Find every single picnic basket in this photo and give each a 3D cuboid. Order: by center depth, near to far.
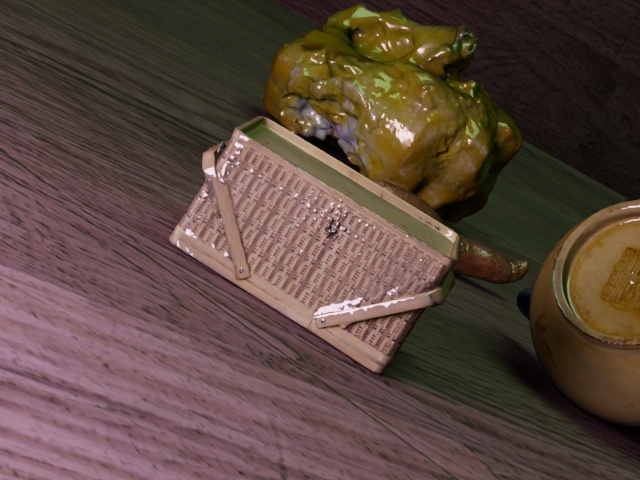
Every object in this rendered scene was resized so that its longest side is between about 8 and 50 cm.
[{"bbox_3d":[0.000,0.000,1.011,0.164,0.079,0.115,32,11,3],"label":"picnic basket"}]

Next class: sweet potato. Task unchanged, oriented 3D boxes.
[{"bbox_3d":[0.101,0.001,1.427,0.214,0.050,0.050,27,10,-46],"label":"sweet potato"}]

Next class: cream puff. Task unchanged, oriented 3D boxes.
[{"bbox_3d":[0.081,-0.145,1.695,0.282,0.185,0.282,34,8,-5],"label":"cream puff"}]

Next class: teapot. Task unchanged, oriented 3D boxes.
[{"bbox_3d":[0.257,0.071,1.237,0.269,0.173,0.182,18,-24,30],"label":"teapot"}]
